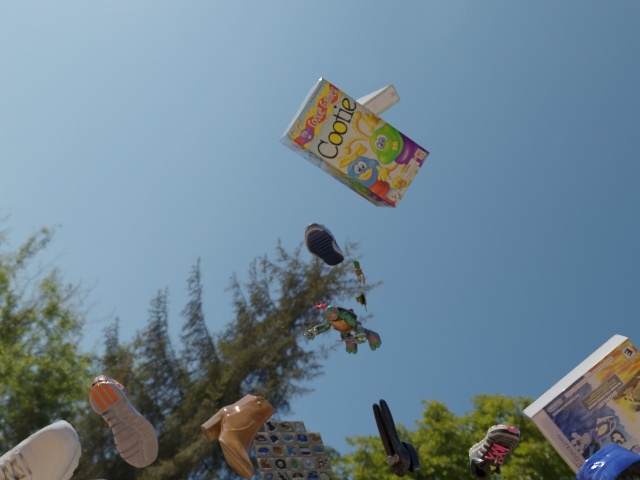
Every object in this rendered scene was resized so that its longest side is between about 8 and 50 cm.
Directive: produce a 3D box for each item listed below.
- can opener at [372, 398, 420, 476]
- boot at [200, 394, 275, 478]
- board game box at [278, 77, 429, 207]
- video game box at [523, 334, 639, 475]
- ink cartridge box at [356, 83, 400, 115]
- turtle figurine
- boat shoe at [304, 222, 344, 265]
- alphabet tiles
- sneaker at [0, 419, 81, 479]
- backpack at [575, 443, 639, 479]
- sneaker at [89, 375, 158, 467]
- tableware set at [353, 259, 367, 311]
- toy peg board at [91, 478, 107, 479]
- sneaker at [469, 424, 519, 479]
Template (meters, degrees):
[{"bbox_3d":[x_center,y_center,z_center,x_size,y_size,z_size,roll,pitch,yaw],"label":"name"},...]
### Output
[{"bbox_3d":[0.168,0.472,1.338,0.059,0.073,0.186,-44,-128,22],"label":"can opener"},{"bbox_3d":[-0.224,0.594,1.756,0.295,0.211,0.104,23,-48,48],"label":"boot"},{"bbox_3d":[0.068,-0.203,1.212,0.275,0.144,0.142,32,-2,-11],"label":"board game box"},{"bbox_3d":[0.470,0.289,0.902,0.205,0.048,0.187,-40,-92,1],"label":"video game box"},{"bbox_3d":[0.077,-0.316,1.477,0.056,0.235,0.171,59,-21,-15],"label":"ink cartridge box"},{"bbox_3d":[0.063,0.242,1.542,0.175,0.118,0.234,0,-27,39],"label":"turtle figurine"},{"bbox_3d":[0.000,0.000,1.350,0.066,0.066,0.183,-26,-32,5],"label":"boat shoe"},{"bbox_3d":[-0.106,0.831,2.141,0.285,0.342,0.011,7,-58,-23],"label":"alphabet tiles"},{"bbox_3d":[-0.454,0.352,0.816,0.235,0.095,0.090,-40,-108,7],"label":"sneaker"},{"bbox_3d":[0.411,0.349,0.780,0.101,0.098,0.120,13,-49,65],"label":"backpack"},{"bbox_3d":[-0.624,0.561,1.792,0.321,0.125,0.180,66,-18,-12],"label":"sneaker"},{"bbox_3d":[0.118,0.139,1.727,0.024,0.104,0.154,-11,-52,-5],"label":"tableware set"},{"bbox_3d":[-0.587,0.684,1.449,0.161,0.161,0.079,-1,-105,33],"label":"toy peg board"},{"bbox_3d":[0.368,0.455,1.187,0.063,0.075,0.170,24,-48,-3],"label":"sneaker"}]
